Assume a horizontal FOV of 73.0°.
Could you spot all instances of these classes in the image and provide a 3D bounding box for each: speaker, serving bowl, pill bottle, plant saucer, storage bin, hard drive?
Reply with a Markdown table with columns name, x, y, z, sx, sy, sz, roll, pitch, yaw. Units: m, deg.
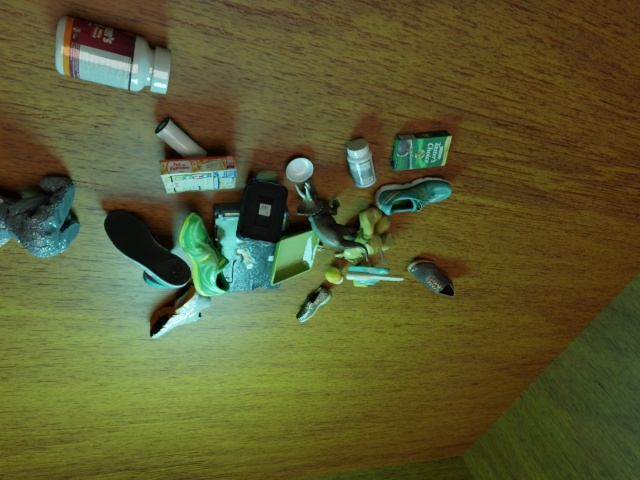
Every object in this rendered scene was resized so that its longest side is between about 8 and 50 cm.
| name | x | y | z | sx | sy | sz | roll | pitch | yaw |
| --- | --- | --- | --- | --- | --- | --- | --- | --- | --- |
| speaker | -0.371 | -0.261 | 1.158 | 0.055 | 0.055 | 0.136 | -37 | 131 | 12 |
| serving bowl | -0.066 | -0.220 | 1.320 | 0.084 | 0.027 | 0.083 | -10 | 131 | -12 |
| pill bottle | 0.126 | -0.240 | 1.339 | 0.078 | 0.078 | 0.137 | -21 | 132 | -2 |
| plant saucer | -0.092 | 0.042 | 1.449 | 0.188 | 0.045 | 0.188 | -20 | 136 | -42 |
| storage bin | -0.175 | -0.081 | 1.287 | 0.122 | 0.084 | 0.179 | 11 | 82 | -17 |
| pill bottle | -0.455 | -0.405 | 0.962 | 0.222 | 0.121 | 0.121 | 6 | 126 | -25 |
| hard drive | -0.239 | 0.030 | 1.445 | 0.237 | 0.064 | 0.338 | -4 | 130 | -17 |

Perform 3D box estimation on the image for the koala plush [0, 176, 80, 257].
| name | x | y | z | sx | sy | sz | roll | pitch | yaw |
| --- | --- | --- | --- | --- | --- | --- | --- | --- | --- |
| koala plush | -0.776 | -0.056 | 1.112 | 0.222 | 0.203 | 0.196 | 8 | 126 | -11 |

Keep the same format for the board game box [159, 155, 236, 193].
| name | x | y | z | sx | sy | sz | roll | pitch | yaw |
| --- | --- | --- | --- | --- | --- | --- | --- | --- | --- |
| board game box | -0.333 | -0.180 | 1.194 | 0.194 | 0.045 | 0.147 | -7 | 169 | -15 |

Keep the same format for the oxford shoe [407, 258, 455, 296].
| name | x | y | z | sx | sy | sz | roll | pitch | yaw |
| --- | --- | --- | --- | --- | --- | --- | --- | --- | --- |
| oxford shoe | 0.467 | 0.156 | 1.780 | 0.272 | 0.098 | 0.097 | 24 | 117 | -34 |

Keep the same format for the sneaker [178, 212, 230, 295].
| name | x | y | z | sx | sy | sz | roll | pitch | yaw |
| --- | --- | --- | --- | --- | --- | --- | --- | --- | --- |
| sneaker | -0.342 | 0.043 | 1.326 | 0.124 | 0.109 | 0.295 | 2 | 124 | 16 |

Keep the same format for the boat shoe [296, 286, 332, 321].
| name | x | y | z | sx | sy | sz | roll | pitch | yaw |
| --- | --- | --- | --- | --- | --- | --- | --- | --- | --- |
| boat shoe | -0.036 | 0.248 | 1.706 | 0.178 | 0.064 | 0.060 | -44 | 124 | 10 |

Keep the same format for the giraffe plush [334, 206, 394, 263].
| name | x | y | z | sx | sy | sz | roll | pitch | yaw |
| --- | --- | --- | --- | --- | --- | --- | --- | --- | --- |
| giraffe plush | 0.142 | 0.002 | 1.508 | 0.171 | 0.210 | 0.182 | -18 | 146 | 38 |

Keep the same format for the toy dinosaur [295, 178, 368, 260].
| name | x | y | z | sx | sy | sz | roll | pitch | yaw |
| --- | --- | --- | --- | --- | --- | --- | --- | --- | --- |
| toy dinosaur | 0.026 | -0.042 | 1.380 | 0.121 | 0.313 | 0.160 | -35 | 173 | 37 |

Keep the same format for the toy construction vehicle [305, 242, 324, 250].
| name | x | y | z | sx | sy | sz | roll | pitch | yaw |
| --- | --- | --- | --- | --- | --- | --- | --- | --- | --- |
| toy construction vehicle | 0.000 | 0.000 | 1.524 | 0.098 | 0.035 | 0.085 | 19 | 120 | -32 |

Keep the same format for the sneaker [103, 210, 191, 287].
| name | x | y | z | sx | sy | sz | roll | pitch | yaw |
| --- | --- | --- | --- | --- | --- | --- | --- | --- | --- |
| sneaker | -0.526 | 0.043 | 1.321 | 0.295 | 0.123 | 0.178 | 43 | 153 | -6 |

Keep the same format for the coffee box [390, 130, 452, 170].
| name | x | y | z | sx | sy | sz | roll | pitch | yaw |
| --- | --- | --- | --- | --- | --- | --- | --- | --- | --- |
| coffee box | 0.324 | -0.289 | 1.392 | 0.185 | 0.040 | 0.113 | -7 | 130 | -14 |

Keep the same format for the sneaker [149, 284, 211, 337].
| name | x | y | z | sx | sy | sz | roll | pitch | yaw |
| --- | --- | --- | --- | --- | --- | --- | --- | --- | --- |
| sneaker | -0.496 | 0.274 | 1.541 | 0.263 | 0.099 | 0.121 | -39 | 135 | 15 |

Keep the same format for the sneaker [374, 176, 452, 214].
| name | x | y | z | sx | sy | sz | roll | pitch | yaw |
| --- | --- | --- | --- | --- | --- | --- | --- | --- | --- |
| sneaker | 0.324 | -0.139 | 1.474 | 0.276 | 0.109 | 0.106 | -13 | 131 | -10 |

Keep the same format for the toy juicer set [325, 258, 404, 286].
| name | x | y | z | sx | sy | sz | roll | pitch | yaw |
| --- | --- | --- | --- | --- | --- | --- | --- | --- | --- |
| toy juicer set | 0.129 | 0.106 | 1.527 | 0.210 | 0.089 | 0.329 | 8 | 170 | -16 |
